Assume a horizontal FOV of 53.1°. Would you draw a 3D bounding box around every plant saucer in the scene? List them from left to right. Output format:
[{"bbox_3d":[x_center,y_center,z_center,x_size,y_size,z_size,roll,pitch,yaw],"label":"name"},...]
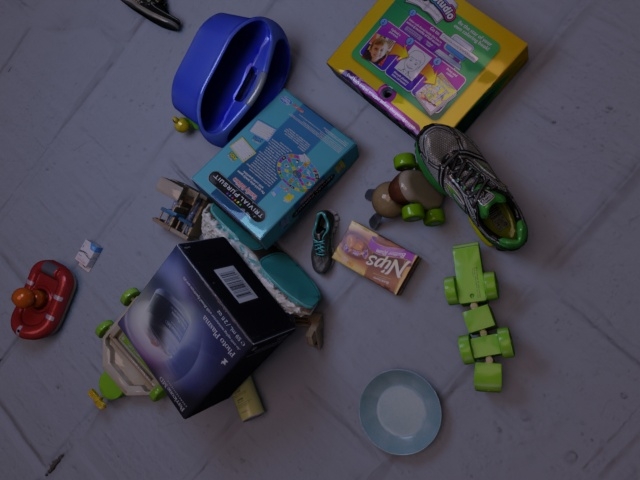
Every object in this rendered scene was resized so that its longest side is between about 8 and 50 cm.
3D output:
[{"bbox_3d":[0.187,0.397,1.489,0.195,0.037,0.194,-3,82,20],"label":"plant saucer"}]

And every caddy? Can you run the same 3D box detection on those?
[{"bbox_3d":[-0.212,-0.403,1.619,0.179,0.241,0.341,30,94,35],"label":"caddy"}]

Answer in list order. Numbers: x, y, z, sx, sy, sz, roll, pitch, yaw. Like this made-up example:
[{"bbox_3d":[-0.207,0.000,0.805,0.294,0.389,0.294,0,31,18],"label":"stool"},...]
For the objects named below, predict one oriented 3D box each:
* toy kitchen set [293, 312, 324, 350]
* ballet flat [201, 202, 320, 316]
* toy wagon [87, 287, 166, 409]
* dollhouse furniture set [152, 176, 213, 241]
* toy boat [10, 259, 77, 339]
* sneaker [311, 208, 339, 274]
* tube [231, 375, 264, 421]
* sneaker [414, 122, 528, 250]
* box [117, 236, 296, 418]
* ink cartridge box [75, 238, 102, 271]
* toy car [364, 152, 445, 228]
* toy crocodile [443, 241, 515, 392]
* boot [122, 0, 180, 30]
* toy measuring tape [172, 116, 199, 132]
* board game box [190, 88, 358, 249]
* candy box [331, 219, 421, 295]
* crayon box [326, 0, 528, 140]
[{"bbox_3d":[-0.035,0.230,1.576,0.075,0.083,0.068,2,125,20],"label":"toy kitchen set"},{"bbox_3d":[-0.160,0.063,1.624,0.147,0.147,0.409,-48,68,8],"label":"ballet flat"},{"bbox_3d":[-0.493,0.307,1.725,0.267,0.068,0.344,43,98,19],"label":"toy wagon"},{"bbox_3d":[-0.386,-0.088,1.675,0.129,0.184,0.129,27,93,20],"label":"dollhouse furniture set"},{"bbox_3d":[-0.805,0.167,1.807,0.151,0.151,0.231,22,90,21],"label":"toy boat"},{"bbox_3d":[0.000,0.000,1.585,0.065,0.076,0.166,2,84,21],"label":"sneaker"},{"bbox_3d":[-0.216,0.339,1.629,0.070,0.062,0.240,-18,69,-19],"label":"tube"},{"bbox_3d":[0.342,-0.122,1.399,0.134,0.146,0.343,-42,90,4],"label":"sneaker"},{"bbox_3d":[-0.273,0.202,1.506,0.296,0.183,0.294,49,117,16],"label":"box"},{"bbox_3d":[-0.670,0.045,1.840,0.048,0.028,0.083,32,94,20],"label":"ink cartridge box"},{"bbox_3d":[0.183,-0.097,1.528,0.188,0.149,0.154,-23,66,43],"label":"toy car"},{"bbox_3d":[0.356,0.169,1.434,0.115,0.105,0.340,-15,74,17],"label":"toy crocodile"},{"bbox_3d":[-0.462,-0.722,1.838,0.236,0.085,0.178,34,93,20],"label":"boot"},{"bbox_3d":[-0.309,-0.441,1.727,0.121,0.121,0.330,35,96,20],"label":"toy measuring tape"},{"bbox_3d":[-0.112,-0.182,1.599,0.254,0.079,0.336,41,80,20],"label":"board game box"},{"bbox_3d":[0.135,0.042,1.546,0.187,0.053,0.109,31,93,21],"label":"candy box"},{"bbox_3d":[0.252,-0.431,1.538,0.363,0.106,0.313,43,97,18],"label":"crayon box"}]
